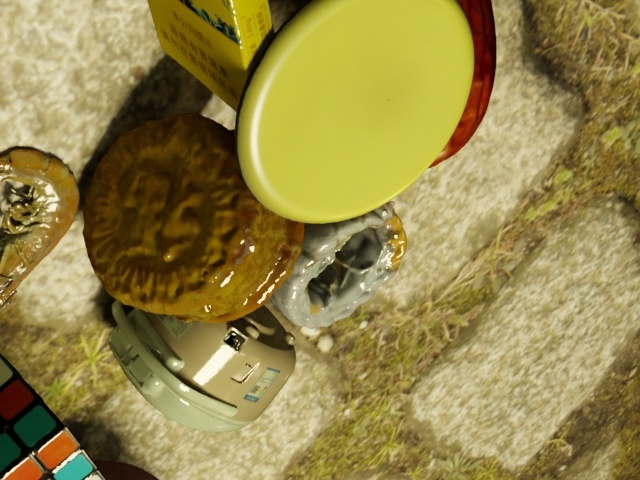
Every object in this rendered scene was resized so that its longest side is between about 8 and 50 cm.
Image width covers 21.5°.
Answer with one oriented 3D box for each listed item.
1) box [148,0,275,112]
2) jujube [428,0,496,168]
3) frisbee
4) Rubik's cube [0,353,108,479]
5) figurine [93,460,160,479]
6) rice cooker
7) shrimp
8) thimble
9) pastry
[{"bbox_3d":[-0.100,-0.227,1.330,0.041,0.153,0.279,-34,141,-19],"label":"box"},{"bbox_3d":[0.076,-0.192,1.529,0.190,0.190,0.255,-15,113,-37],"label":"jujube"},{"bbox_3d":[0.033,-0.113,1.397,0.236,0.017,0.236,-20,131,-25],"label":"frisbee"},{"bbox_3d":[-0.295,0.205,1.508,0.151,0.154,0.155,-40,141,-11],"label":"Rubik's cube"},{"bbox_3d":[-0.204,0.317,1.643,0.261,0.269,0.211,-10,123,-26],"label":"figurine"},{"bbox_3d":[-0.109,0.103,1.609,0.127,0.145,0.206,-44,151,7],"label":"rice cooker"},{"bbox_3d":[-0.281,-0.001,1.443,0.178,0.034,0.124,-49,140,-3],"label":"shrimp"},{"bbox_3d":[-0.002,0.000,1.654,0.151,0.118,0.127,-34,140,-17],"label":"thimble"},{"bbox_3d":[-0.111,-0.019,1.475,0.188,0.189,0.103,-58,151,11],"label":"pastry"}]
